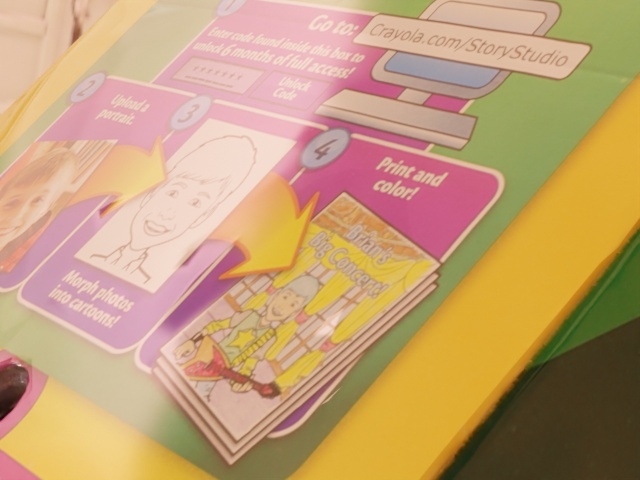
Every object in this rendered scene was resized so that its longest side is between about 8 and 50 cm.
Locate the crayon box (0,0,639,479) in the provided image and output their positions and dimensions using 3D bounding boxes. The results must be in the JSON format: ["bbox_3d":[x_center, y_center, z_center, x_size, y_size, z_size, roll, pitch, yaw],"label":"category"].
[{"bbox_3d":[0.000,0.000,0.578,0.313,0.363,0.106,-47,-56,-17],"label":"crayon box"}]
